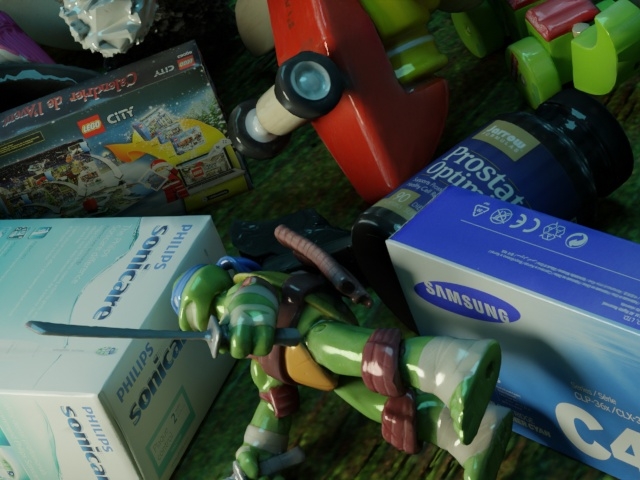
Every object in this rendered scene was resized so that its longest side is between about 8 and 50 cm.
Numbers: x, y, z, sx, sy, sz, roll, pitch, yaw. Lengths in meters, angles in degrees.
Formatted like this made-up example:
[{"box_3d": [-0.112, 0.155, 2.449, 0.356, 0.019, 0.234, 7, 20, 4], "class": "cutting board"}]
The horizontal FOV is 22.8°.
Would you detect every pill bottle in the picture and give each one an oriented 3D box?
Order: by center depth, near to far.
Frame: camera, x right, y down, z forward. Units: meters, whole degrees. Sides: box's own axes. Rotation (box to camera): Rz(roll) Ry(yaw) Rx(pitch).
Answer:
[{"box_3d": [0.142, -0.026, 1.271, 0.219, 0.122, 0.123, -36, 37, -20], "class": "pill bottle"}]

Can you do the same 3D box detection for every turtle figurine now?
[{"box_3d": [-0.019, 0.120, 1.095, 0.266, 0.197, 0.275, 14, 25, 23], "class": "turtle figurine"}]

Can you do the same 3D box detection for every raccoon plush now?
[{"box_3d": [-0.197, -0.218, 1.577, 0.216, 0.299, 0.446, -8, 40, 13], "class": "raccoon plush"}]

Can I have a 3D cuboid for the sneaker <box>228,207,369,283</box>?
[{"box_3d": [0.001, 0.002, 1.370, 0.170, 0.051, 0.089, -15, 39, 15], "class": "sneaker"}]

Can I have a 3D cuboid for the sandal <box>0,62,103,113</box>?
[{"box_3d": [-0.368, -0.094, 1.553, 0.446, 0.167, 0.107, 3, 62, -3], "class": "sandal"}]

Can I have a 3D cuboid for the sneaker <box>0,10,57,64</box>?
[{"box_3d": [-0.323, -0.153, 1.646, 0.111, 0.252, 0.103, -45, 76, -4], "class": "sneaker"}]

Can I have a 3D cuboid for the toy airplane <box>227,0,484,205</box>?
[{"box_3d": [0.036, -0.273, 1.463, 0.272, 0.384, 0.386, -5, 32, -25], "class": "toy airplane"}]

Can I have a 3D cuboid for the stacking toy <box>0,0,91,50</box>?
[{"box_3d": [-0.337, -0.415, 1.977, 0.351, 0.350, 0.480, -32, 17, -14], "class": "stacking toy"}]

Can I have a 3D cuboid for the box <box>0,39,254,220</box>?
[{"box_3d": [-0.197, -0.076, 1.484, 0.233, 0.159, 0.044, -20, 42, 1], "class": "box"}]

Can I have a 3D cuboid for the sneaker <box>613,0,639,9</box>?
[{"box_3d": [0.288, -0.253, 1.553, 0.086, 0.064, 0.192, -4, 30, 19], "class": "sneaker"}]

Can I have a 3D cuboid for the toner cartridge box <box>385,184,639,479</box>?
[{"box_3d": [0.208, 0.084, 1.049, 0.075, 0.165, 0.348, -40, 38, -26], "class": "toner cartridge box"}]

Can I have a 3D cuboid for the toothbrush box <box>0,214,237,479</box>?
[{"box_3d": [-0.235, 0.092, 1.306, 0.296, 0.126, 0.216, -2, 38, 27], "class": "toothbrush box"}]

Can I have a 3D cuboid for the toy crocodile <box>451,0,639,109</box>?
[{"box_3d": [0.207, -0.221, 1.517, 0.115, 0.105, 0.340, -26, 34, -7], "class": "toy crocodile"}]
